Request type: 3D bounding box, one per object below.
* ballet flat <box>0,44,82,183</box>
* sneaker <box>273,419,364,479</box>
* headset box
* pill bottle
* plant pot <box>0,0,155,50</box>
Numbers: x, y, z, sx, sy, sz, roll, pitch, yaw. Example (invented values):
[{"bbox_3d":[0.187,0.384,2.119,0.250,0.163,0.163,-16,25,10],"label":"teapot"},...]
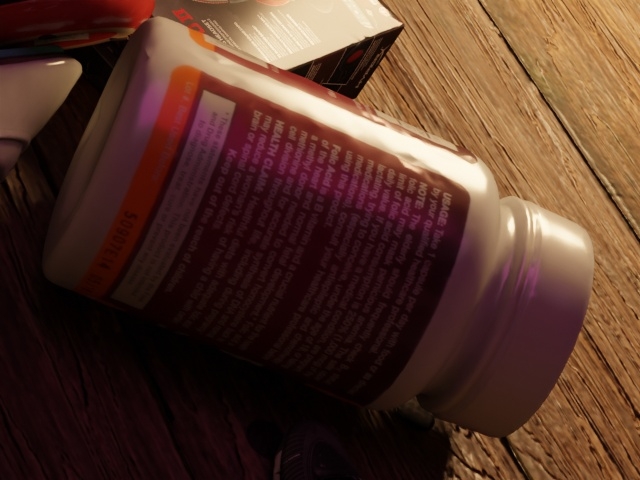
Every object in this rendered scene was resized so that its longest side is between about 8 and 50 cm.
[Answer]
[{"bbox_3d":[-0.337,-0.052,1.384,0.400,0.139,0.139,-15,60,-43],"label":"ballet flat"},{"bbox_3d":[0.028,0.218,1.366,0.078,0.106,0.234,10,46,-27],"label":"sneaker"},{"bbox_3d":[-0.101,-0.198,1.682,0.218,0.110,0.293,48,42,15],"label":"headset box"},{"bbox_3d":[0.000,0.000,1.470,0.392,0.224,0.224,23,41,-13],"label":"pill bottle"},{"bbox_3d":[-0.230,-0.241,1.489,0.191,0.191,0.174,-9,91,-39],"label":"plant pot"}]
